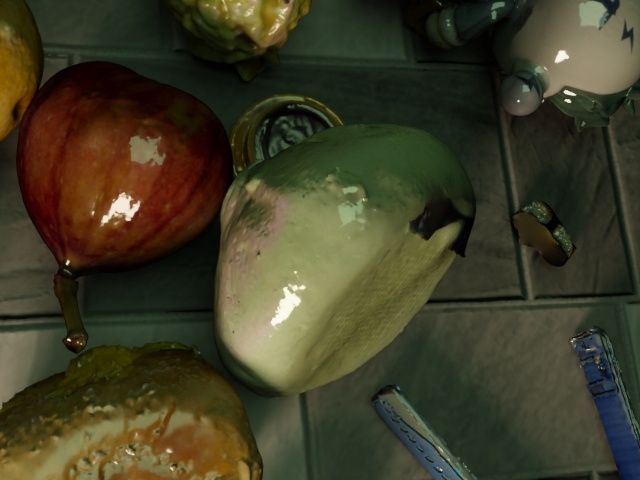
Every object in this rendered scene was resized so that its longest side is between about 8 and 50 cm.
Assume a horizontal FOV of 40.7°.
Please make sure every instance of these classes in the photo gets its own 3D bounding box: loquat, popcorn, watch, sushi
[{"bbox_3d":[-0.358,-0.176,0.786,0.213,0.213,0.213,4,73,-14],"label":"loquat"},{"bbox_3d":[-0.084,-0.276,0.917,0.167,0.187,0.186,-5,83,20],"label":"popcorn"},{"bbox_3d":[0.221,0.251,0.896,0.276,0.068,0.275,-13,79,-17],"label":"watch"},{"bbox_3d":[0.262,-0.009,1.004,0.083,0.044,0.046,52,47,1],"label":"sushi"}]

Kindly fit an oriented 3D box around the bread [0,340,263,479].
[{"bbox_3d":[-0.187,0.184,0.737,0.246,0.195,0.176,-21,85,-20],"label":"bread"}]

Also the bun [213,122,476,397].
[{"bbox_3d":[0.000,0.000,0.813,0.293,0.293,0.187,-34,64,-21],"label":"bun"}]

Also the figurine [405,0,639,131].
[{"bbox_3d":[0.226,-0.267,0.990,0.381,0.186,0.261,23,75,-13],"label":"figurine"}]

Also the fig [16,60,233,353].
[{"bbox_3d":[-0.203,-0.036,0.814,0.203,0.186,0.250,27,85,6],"label":"fig"}]

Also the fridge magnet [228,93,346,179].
[{"bbox_3d":[-0.029,-0.093,0.930,0.143,0.063,0.143,3,77,-13],"label":"fridge magnet"}]
